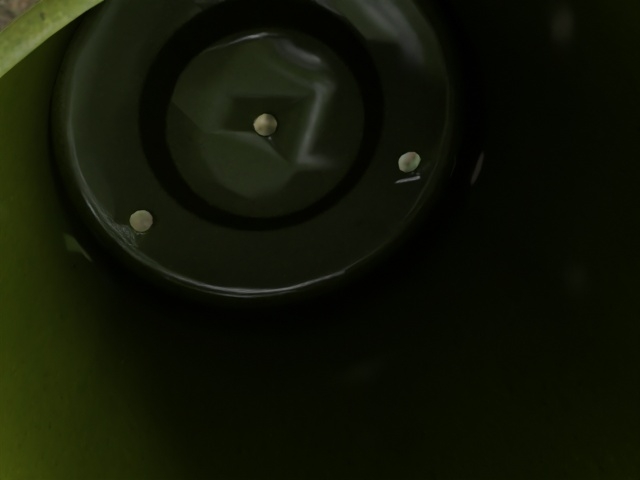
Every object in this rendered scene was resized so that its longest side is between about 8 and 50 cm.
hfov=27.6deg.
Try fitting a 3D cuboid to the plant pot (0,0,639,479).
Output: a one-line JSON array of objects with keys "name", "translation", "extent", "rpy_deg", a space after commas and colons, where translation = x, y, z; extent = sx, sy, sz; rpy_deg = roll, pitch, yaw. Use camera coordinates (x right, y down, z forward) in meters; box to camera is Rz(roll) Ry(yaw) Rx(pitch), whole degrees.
[{"name": "plant pot", "translation": [0.000, 0.000, 0.561], "extent": [0.353, 0.366, 0.366], "rpy_deg": [-112, -149, -64]}]
